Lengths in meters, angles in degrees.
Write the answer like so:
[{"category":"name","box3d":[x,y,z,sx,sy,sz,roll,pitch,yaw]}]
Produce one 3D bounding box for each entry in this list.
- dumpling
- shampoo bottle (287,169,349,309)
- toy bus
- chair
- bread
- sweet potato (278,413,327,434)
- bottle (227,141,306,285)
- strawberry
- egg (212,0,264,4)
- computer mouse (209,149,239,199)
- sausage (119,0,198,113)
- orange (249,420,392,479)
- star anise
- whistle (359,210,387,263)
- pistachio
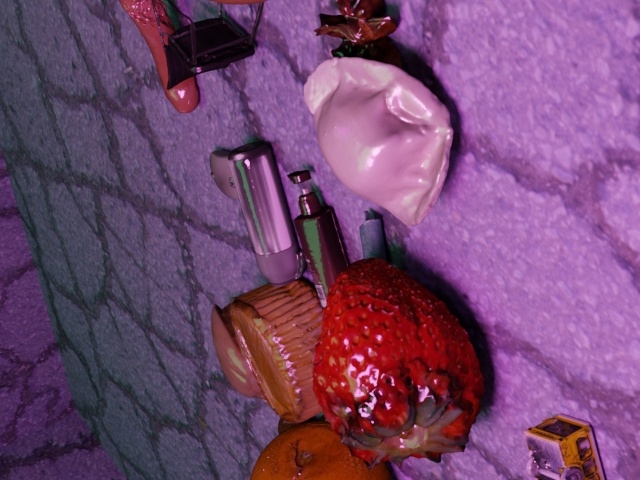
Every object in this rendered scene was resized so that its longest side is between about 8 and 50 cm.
[{"category":"dumpling","box3d":[0.082,-0.148,1.383,0.252,0.131,0.179,53,141,15]},{"category":"shampoo bottle","box3d":[0.000,-0.001,1.737,0.068,0.067,0.236,-4,109,43]},{"category":"toy bus","box3d":[0.335,0.345,1.390,0.081,0.074,0.226,7,119,62]},{"category":"chair","box3d":[-0.184,-0.322,1.723,0.145,0.140,0.221,48,151,34]},{"category":"bread","box3d":[-0.053,0.198,1.925,0.227,0.142,0.253,-5,110,62]},{"category":"sweet potato","box3d":[-0.020,0.380,2.111,0.233,0.062,0.081,-15,97,61]},{"category":"bottle","box3d":[-0.089,-0.045,1.857,0.096,0.079,0.253,-6,110,23]},{"category":"strawberry","box3d":[0.105,0.161,1.504,0.250,0.239,0.288,110,159,-48]},{"category":"egg","box3d":[-0.091,-0.442,1.258,0.301,0.301,0.374,64,162,3]},{"category":"computer mouse","box3d":[-0.168,-0.122,1.961,0.182,0.056,0.089,18,123,57]},{"category":"sausage","box3d":[-0.289,-0.359,1.918,0.078,0.078,0.304,38,160,44]},{"category":"orange","box3d":[-0.001,0.456,1.899,0.274,0.274,0.274,43,146,38]},{"category":"star anise","box3d":[0.059,-0.270,1.405,0.168,0.057,0.168,33,139,33]},{"category":"whistle","box3d":[0.088,0.043,1.639,0.039,0.039,0.186,29,136,51]},{"category":"pistachio","box3d":[-0.148,0.217,2.146,0.226,0.136,0.136,63,155,19]}]
